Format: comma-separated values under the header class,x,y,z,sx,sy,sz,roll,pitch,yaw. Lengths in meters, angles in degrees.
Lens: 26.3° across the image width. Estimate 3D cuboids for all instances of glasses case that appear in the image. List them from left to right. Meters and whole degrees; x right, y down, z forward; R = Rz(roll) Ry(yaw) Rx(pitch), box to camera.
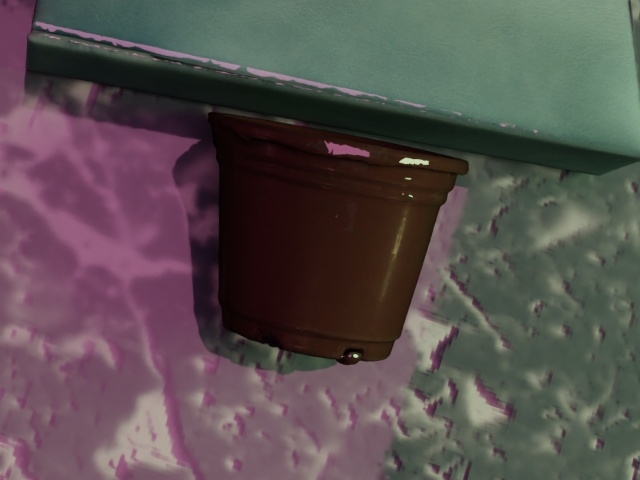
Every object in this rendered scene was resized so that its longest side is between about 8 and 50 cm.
class,x,y,z,sx,sy,sz,roll,pitch,yaw
glasses case,0.009,-0.088,0.607,0.266,0.056,0.105,10,56,-12

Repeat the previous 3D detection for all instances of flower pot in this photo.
class,x,y,z,sx,sy,sz,roll,pitch,yaw
flower pot,0.000,0.000,0.569,0.111,0.111,0.089,9,96,-12
